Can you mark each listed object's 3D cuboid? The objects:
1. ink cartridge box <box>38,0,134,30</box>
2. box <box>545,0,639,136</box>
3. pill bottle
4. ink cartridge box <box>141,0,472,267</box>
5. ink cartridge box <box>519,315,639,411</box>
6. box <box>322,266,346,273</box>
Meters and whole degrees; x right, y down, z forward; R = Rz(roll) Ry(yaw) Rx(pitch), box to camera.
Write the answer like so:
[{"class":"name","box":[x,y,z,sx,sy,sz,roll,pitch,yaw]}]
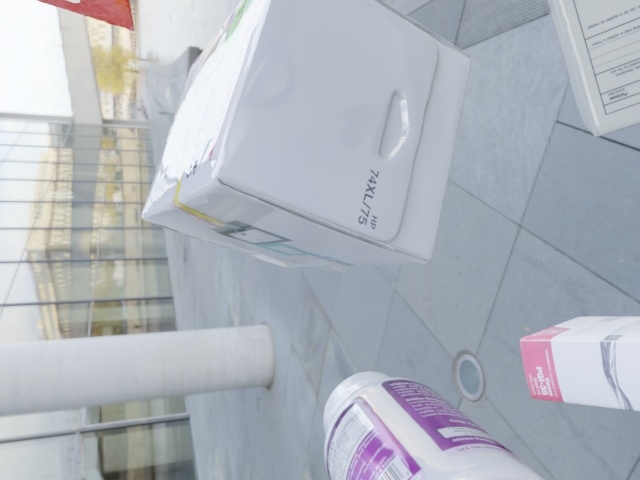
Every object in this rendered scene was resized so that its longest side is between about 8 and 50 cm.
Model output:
[{"class":"ink cartridge box","box":[-0.212,-0.194,0.343,0.179,0.145,0.045,150,132,-73]},{"class":"box","box":[0.302,-0.240,0.487,0.232,0.149,0.127,67,-155,-13]},{"class":"pill bottle","box":[0.100,0.251,0.554,0.301,0.169,0.169,-160,71,-75]},{"class":"ink cartridge box","box":[-0.030,-0.092,0.504,0.270,0.197,0.198,-7,66,60]},{"class":"ink cartridge box","box":[0.522,0.198,0.849,0.283,0.207,0.117,-14,84,56]},{"class":"box","box":[0.000,0.000,0.983,0.087,0.102,0.101,8,78,48]}]
